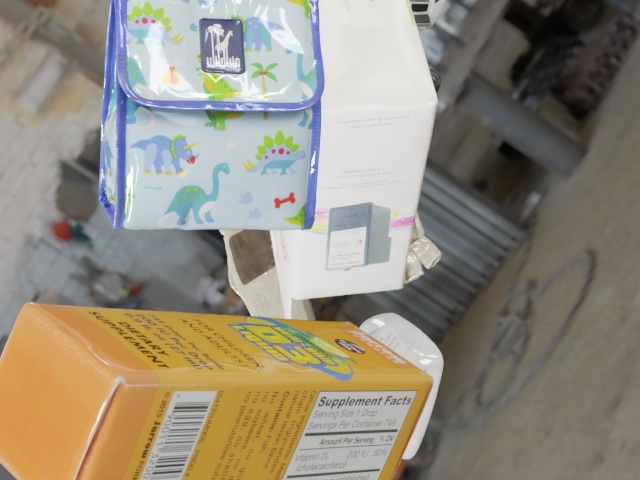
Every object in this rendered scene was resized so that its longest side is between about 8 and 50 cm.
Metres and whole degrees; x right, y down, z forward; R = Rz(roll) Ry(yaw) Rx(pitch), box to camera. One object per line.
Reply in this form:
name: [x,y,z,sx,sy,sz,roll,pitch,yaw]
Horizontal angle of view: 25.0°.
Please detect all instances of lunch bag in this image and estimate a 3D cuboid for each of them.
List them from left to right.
lunch bag: [-0.067,-0.084,0.885,0.096,0.129,0.151,-140,53,-69]

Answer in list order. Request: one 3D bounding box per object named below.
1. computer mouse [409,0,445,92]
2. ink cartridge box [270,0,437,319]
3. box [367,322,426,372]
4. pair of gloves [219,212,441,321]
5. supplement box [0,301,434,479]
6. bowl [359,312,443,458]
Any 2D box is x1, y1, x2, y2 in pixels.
computer mouse: [0.102,-0.257,1.510,0.042,0.106,0.193,-11,-59,-62]
ink cartridge box: [0.017,-0.086,1.391,0.353,0.119,0.207,97,165,-54]
box: [-0.035,0.181,1.425,0.324,0.063,0.067,-33,9,37]
pair of gloves: [0.000,0.000,1.592,0.240,0.204,0.042,-35,-27,18]
supplement box: [-0.048,0.082,0.712,0.233,0.078,0.080,9,-72,-51]
bowl: [0.070,0.162,1.619,0.142,0.053,0.142,38,117,55]
